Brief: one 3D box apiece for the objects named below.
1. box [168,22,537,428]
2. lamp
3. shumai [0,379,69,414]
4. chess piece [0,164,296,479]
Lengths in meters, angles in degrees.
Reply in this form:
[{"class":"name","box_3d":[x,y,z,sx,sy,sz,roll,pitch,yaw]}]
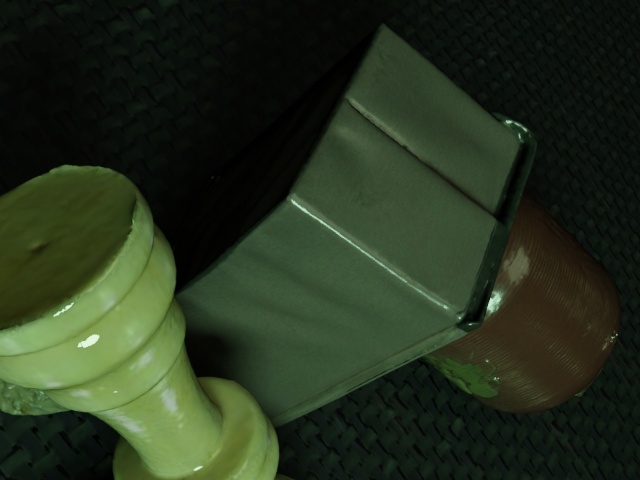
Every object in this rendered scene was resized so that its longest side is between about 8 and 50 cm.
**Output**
[{"class":"box","box_3d":[0.000,0.000,0.671,0.153,0.252,0.188,37,52,-17]},{"class":"lamp","box_3d":[0.160,0.053,0.839,0.258,0.180,0.180,40,52,-29]},{"class":"shumai","box_3d":[-0.178,0.037,0.614,0.145,0.145,0.116,44,29,-18]},{"class":"chess piece","box_3d":[-0.078,0.135,0.574,0.117,0.117,0.397,-63,144,-36]}]
